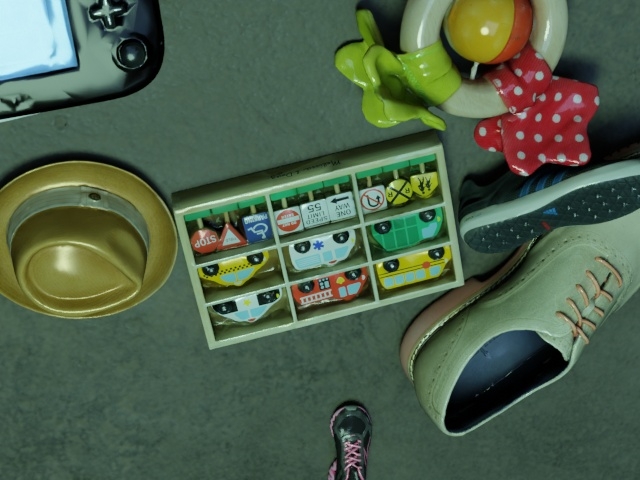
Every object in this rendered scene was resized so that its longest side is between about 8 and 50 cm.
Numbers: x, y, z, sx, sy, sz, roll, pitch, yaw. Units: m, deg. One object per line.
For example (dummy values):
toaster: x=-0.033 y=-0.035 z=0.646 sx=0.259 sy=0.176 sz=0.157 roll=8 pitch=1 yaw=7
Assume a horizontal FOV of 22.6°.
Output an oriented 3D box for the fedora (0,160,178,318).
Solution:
fedora: x=-0.228 y=0.017 z=1.515 sx=0.194 sy=0.079 sz=0.194 roll=-5 pitch=125 yaw=-8

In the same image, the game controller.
game controller: x=-0.287 y=-0.173 z=1.261 sx=0.319 sy=0.067 sz=0.166 roll=-11 pitch=122 yaw=-7

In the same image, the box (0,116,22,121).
box: x=-0.315 y=-0.196 z=1.353 sx=0.182 sy=0.119 sz=0.181 roll=-14 pitch=121 yaw=-3

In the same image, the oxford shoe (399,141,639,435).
oxford shoe: x=0.257 y=0.054 z=1.590 sx=0.140 sy=0.146 sz=0.397 roll=39 pitch=106 yaw=-25

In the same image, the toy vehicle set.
toy vehicle set: x=0.000 y=0.000 z=1.576 sx=0.267 sy=0.035 sz=0.166 roll=-14 pitch=121 yaw=-2

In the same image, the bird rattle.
bird rattle: x=0.153 y=-0.167 z=1.454 sx=0.254 sy=0.143 sz=0.207 roll=9 pitch=111 yaw=-18

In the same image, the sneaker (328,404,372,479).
sneaker: x=0.035 y=0.232 z=1.707 sx=0.047 sy=0.057 sz=0.119 roll=-3 pitch=119 yaw=-6

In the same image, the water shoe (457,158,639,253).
water shoe: x=0.225 y=-0.055 z=1.539 sx=0.203 sy=0.080 sz=0.073 roll=-17 pitch=143 yaw=16
